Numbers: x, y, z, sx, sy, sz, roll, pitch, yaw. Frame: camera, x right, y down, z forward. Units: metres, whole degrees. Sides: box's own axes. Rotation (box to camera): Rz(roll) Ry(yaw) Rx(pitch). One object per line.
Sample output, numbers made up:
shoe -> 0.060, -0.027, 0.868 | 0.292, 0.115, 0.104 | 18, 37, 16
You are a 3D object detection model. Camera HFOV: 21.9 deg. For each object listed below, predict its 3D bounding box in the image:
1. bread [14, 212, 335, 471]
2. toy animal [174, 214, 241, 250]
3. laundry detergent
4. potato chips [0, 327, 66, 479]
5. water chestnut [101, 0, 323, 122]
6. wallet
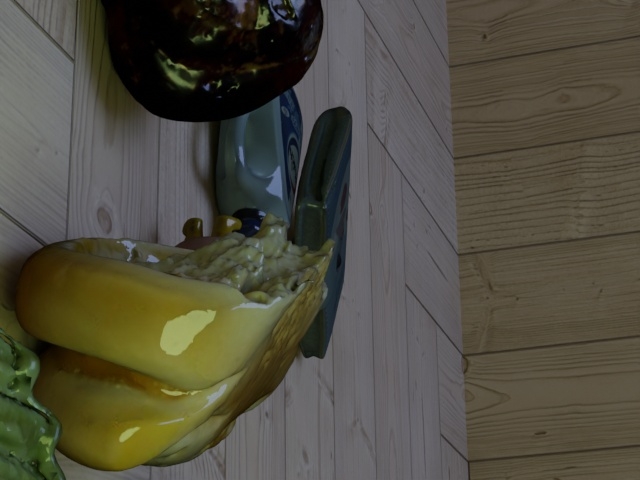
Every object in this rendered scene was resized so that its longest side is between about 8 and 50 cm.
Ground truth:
bread -> -0.137, 0.105, 1.742 | 0.424, 0.329, 0.245 | -8, 90, -79
toy animal -> -0.143, 0.078, 2.058 | 0.156, 0.156, 0.229 | 53, 32, -59
laundry detergent -> -0.096, -0.107, 2.371 | 0.215, 0.105, 0.280 | 74, 19, -46
potato chips -> -0.365, 0.178, 1.287 | 0.429, 0.070, 0.358 | 35, 55, -46
water chestnut -> -0.140, -0.280, 2.058 | 0.244, 0.289, 0.289 | 58, -8, 50
wallet -> 0.000, 0.000, 2.582 | 0.252, 0.083, 0.360 | -74, 168, -48
